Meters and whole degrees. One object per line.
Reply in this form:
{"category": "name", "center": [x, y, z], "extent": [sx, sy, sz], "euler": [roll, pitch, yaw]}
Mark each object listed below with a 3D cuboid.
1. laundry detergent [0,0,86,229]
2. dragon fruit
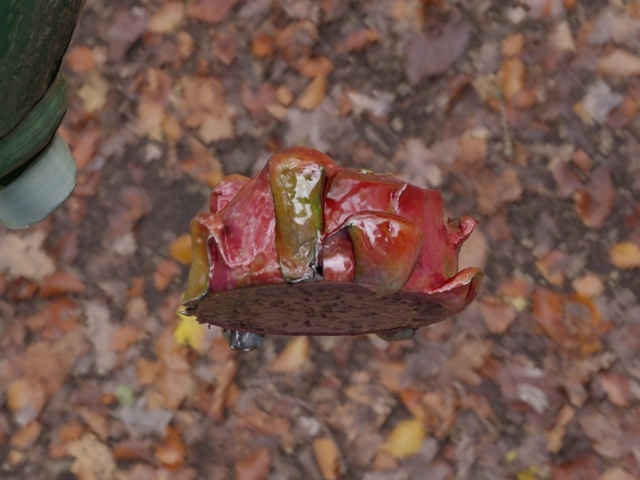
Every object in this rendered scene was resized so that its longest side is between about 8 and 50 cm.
{"category": "laundry detergent", "center": [-0.099, -0.091, 0.317], "extent": [0.137, 0.211, 0.063], "euler": [-31, 32, 0]}
{"category": "dragon fruit", "center": [0.004, -0.001, 0.612], "extent": [0.112, 0.126, 0.068], "euler": [0, 76, 2]}
